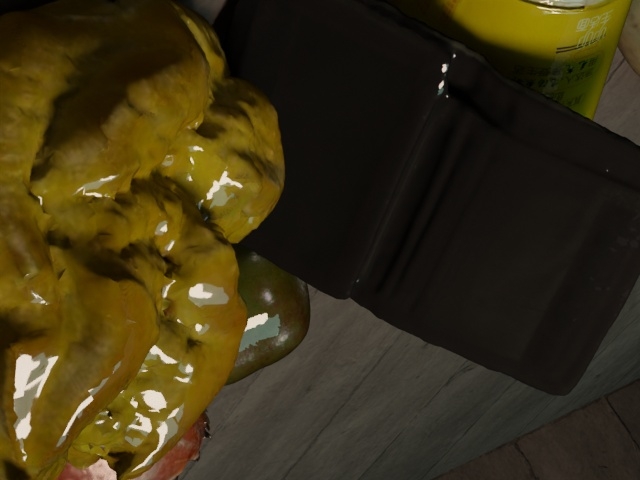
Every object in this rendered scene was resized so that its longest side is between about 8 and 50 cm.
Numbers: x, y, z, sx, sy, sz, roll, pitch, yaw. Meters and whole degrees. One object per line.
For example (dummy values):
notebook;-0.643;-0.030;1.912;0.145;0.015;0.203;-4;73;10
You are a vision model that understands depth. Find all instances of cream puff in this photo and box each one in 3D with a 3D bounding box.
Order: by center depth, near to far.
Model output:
cream puff;-0.148;0.020;1.084;0.291;0.257;0.324;-34;161;15

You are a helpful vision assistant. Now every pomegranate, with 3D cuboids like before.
pomegranate;-0.093;0.036;1.447;0.152;0.131;0.191;-26;140;-1

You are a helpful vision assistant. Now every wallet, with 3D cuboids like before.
wallet;0.067;-0.037;1.181;0.041;0.323;0.247;-60;175;-48

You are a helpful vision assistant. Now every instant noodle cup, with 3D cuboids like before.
instant noodle cup;0.119;-0.138;1.226;0.215;0.215;0.236;-23;152;-27

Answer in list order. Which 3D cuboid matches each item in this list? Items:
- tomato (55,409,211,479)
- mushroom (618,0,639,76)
tomato;-0.193;0.096;1.325;0.180;0.214;0.155;-25;122;-22
mushroom;0.328;-0.224;1.325;0.254;0.260;0.234;-46;-164;14
